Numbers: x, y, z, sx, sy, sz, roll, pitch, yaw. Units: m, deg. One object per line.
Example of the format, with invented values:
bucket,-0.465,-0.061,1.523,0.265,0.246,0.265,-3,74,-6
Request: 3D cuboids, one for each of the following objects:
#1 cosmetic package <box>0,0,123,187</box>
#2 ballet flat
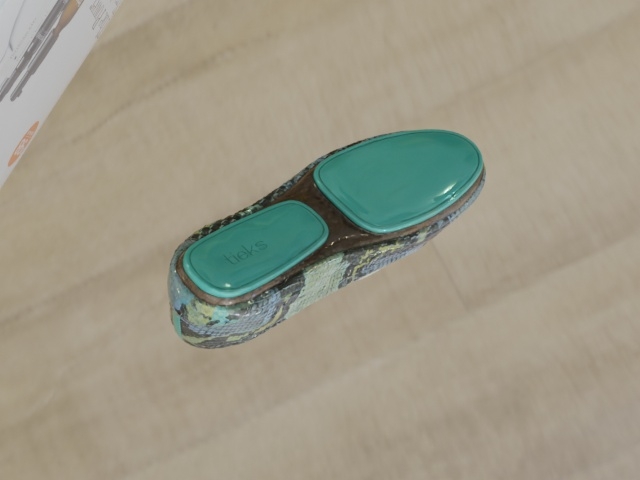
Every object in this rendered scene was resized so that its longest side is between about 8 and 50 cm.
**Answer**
cosmetic package,-0.249,-0.161,1.497,0.097,0.377,0.284,35,87,1
ballet flat,0.000,0.000,0.974,0.188,0.070,0.070,-23,109,-31
